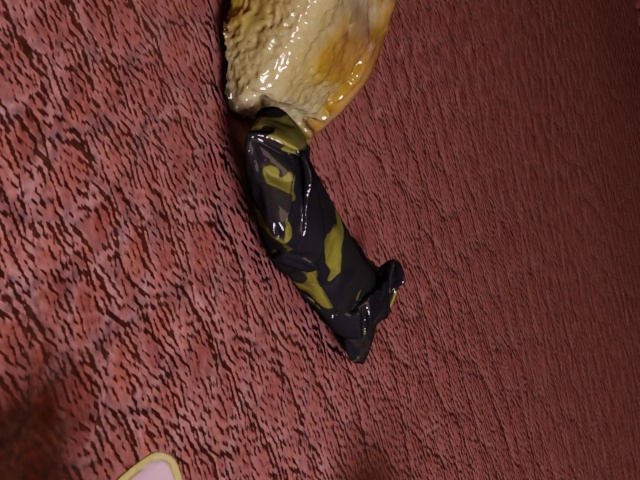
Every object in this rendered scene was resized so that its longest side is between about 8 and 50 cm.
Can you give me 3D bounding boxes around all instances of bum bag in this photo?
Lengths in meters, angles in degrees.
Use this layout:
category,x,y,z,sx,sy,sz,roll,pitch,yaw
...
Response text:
category,x,y,z,sx,sy,sz,roll,pitch,yaw
bum bag,0.000,0.000,0.866,0.232,0.060,0.106,52,27,-48

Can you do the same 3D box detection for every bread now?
category,x,y,z,sx,sy,sz,roll,pitch,yaw
bread,-0.001,-0.210,0.892,0.174,0.133,0.251,12,67,-63

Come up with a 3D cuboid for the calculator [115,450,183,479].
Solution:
category,x,y,z,sx,sy,sz,roll,pitch,yaw
calculator,-0.111,0.195,0.452,0.157,0.033,0.236,8,66,-27
